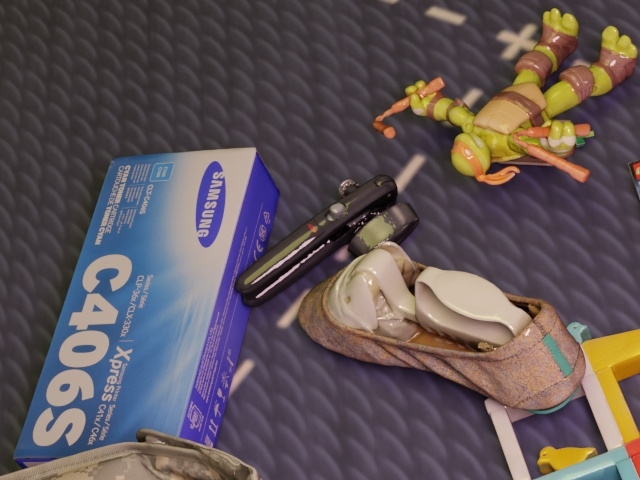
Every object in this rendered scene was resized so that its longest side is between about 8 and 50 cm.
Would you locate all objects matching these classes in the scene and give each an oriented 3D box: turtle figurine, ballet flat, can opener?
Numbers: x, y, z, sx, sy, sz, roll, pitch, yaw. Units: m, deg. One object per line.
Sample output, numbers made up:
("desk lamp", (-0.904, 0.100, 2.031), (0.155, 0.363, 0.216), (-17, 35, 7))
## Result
("turtle figurine", (0.196, -0.117, 1.567), (0.217, 0.087, 0.269), (-41, 34, -24))
("ballet flat", (0.089, 0.056, 1.461), (0.316, 0.106, 0.107), (13, 55, 41))
("can opener", (0.000, 0.000, 1.591), (0.186, 0.059, 0.073), (-29, 47, -11))

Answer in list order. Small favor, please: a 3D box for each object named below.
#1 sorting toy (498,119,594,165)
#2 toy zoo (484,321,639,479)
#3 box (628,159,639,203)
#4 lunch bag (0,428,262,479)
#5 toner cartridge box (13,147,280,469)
("sorting toy", (0.215, -0.091, 1.606), (0.083, 0.012, 0.062), (5, 52, 32))
("toy zoo", (0.251, 0.179, 1.364), (0.192, 0.030, 0.293), (-22, 48, 7))
("box", (0.350, -0.048, 1.501), (0.137, 0.027, 0.094), (-17, 50, 11))
("lunch bag", (-0.128, 0.274, 1.323), (0.287, 0.235, 0.169), (-18, 46, 11))
("toner cartridge box", (-0.158, 0.072, 1.605), (0.165, 0.075, 0.348), (-3, 53, 21))
